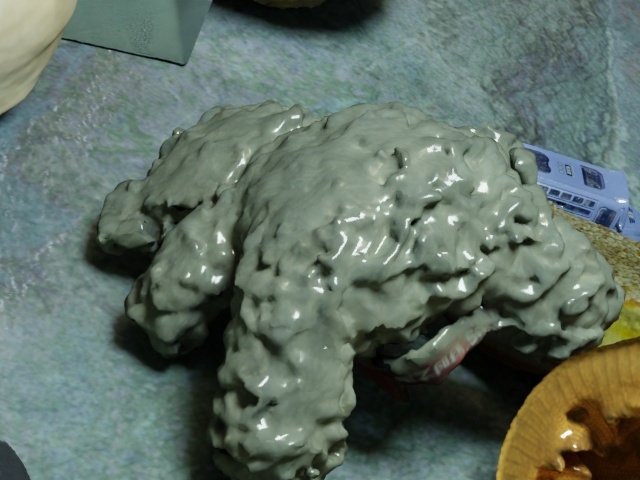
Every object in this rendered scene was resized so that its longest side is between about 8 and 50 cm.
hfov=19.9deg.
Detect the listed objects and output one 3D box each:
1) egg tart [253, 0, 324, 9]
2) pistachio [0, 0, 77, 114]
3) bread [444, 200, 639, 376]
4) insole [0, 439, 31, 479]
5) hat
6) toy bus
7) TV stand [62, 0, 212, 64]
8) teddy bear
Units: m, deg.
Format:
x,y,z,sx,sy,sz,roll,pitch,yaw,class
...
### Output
x,y,z,sx,sy,sz,roll,pitch,yaw,class
-0.058,-0.342,1.875,0.352,0.150,0.352,22,35,-16,egg tart
-0.343,-0.179,1.460,0.318,0.214,0.193,-26,15,-38,pistachio
0.235,0.059,1.541,0.234,0.110,0.184,26,19,24,bread
-0.200,0.213,1.128,0.110,0.012,0.309,4,29,-25,insole
0.302,0.177,1.390,0.233,0.244,0.233,33,16,36,hat
0.236,-0.036,1.724,0.167,0.076,0.073,16,36,-14,toy bus
-0.242,-0.243,1.688,0.269,0.083,0.088,11,35,-19,TV stand
0.000,0.000,1.432,0.357,0.224,0.367,-26,29,-21,teddy bear
